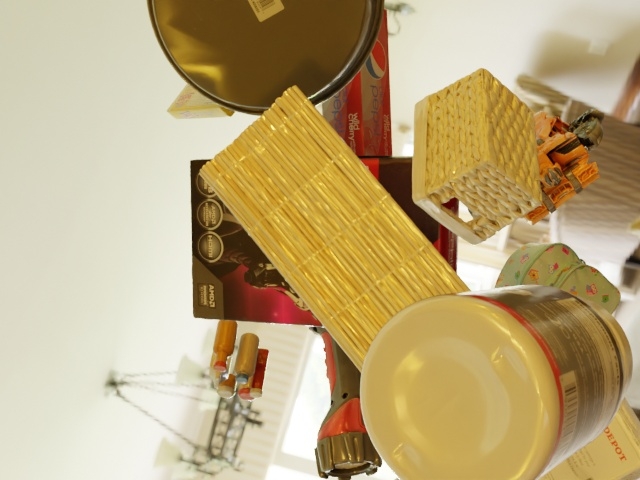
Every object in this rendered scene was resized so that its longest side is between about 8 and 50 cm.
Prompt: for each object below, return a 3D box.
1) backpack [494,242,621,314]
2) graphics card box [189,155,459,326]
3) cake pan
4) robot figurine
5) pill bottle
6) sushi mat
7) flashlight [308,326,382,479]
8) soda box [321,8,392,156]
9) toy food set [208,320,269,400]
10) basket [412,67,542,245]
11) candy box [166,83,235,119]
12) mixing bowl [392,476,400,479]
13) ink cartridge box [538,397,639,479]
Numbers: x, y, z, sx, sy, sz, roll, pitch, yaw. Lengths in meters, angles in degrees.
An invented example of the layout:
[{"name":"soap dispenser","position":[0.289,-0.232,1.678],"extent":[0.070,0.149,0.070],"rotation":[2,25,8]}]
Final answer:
[{"name":"backpack","position":[0.403,0.095,1.386],"extent":[0.166,0.188,0.144],"rotation":[-52,11,-9]},{"name":"graphics card box","position":[0.000,0.000,1.110],"extent":[0.094,0.370,0.233],"rotation":[-14,-74,-67]},{"name":"cake pan","position":[-0.069,-0.288,0.961],"extent":[0.054,0.293,0.293],"rotation":[-81,2,-70]},{"name":"robot figurine","position":[0.287,-0.104,1.117],"extent":[0.211,0.085,0.291],"rotation":[-37,12,8]},{"name":"pill bottle","position":[0.172,0.121,0.715],"extent":[0.283,0.161,0.161],"rotation":[0,-75,-56]},{"name":"sushi mat","position":[0.018,-0.001,0.863],"extent":[0.151,0.316,0.019],"rotation":[-41,-6,14]},{"name":"flashlight","position":[0.026,0.217,1.274],"extent":[0.103,0.103,0.304],"rotation":[101,163,-56]},{"name":"soda box","position":[0.058,-0.245,1.314],"extent":[0.092,0.083,0.264],"rotation":[-8,-84,-53]},{"name":"toy food set","position":[-0.163,0.262,1.562],"extent":[0.232,0.111,0.105],"rotation":[104,175,-48]},{"name":"basket","position":[0.179,-0.100,0.926],"extent":[0.103,0.113,0.167],"rotation":[-32,38,38]},{"name":"candy box","position":[-0.147,-0.220,1.149],"extent":[0.105,0.027,0.206],"rotation":[-57,29,-11]},{"name":"mixing bowl","position":[0.202,0.452,1.392],"extent":[0.098,0.181,0.181],"rotation":[-60,0,23]},{"name":"ink cartridge box","position":[0.411,0.339,1.304],"extent":[0.218,0.092,0.159],"rotation":[-40,52,24]}]
